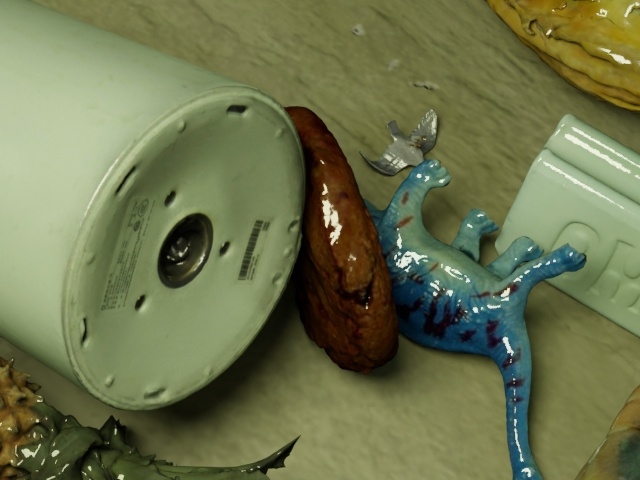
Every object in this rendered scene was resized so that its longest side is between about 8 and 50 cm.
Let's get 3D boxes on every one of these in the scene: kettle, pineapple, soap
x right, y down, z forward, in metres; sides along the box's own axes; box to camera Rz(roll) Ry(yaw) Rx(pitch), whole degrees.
[{"bbox_3d":[-0.170,-0.060,1.113,0.318,0.205,0.265,23,46,33],"label":"kettle"},{"bbox_3d":[-0.147,0.136,1.069,0.277,0.130,0.119,18,63,-3],"label":"pineapple"},{"bbox_3d":[0.237,0.006,1.277,0.198,0.119,0.066,31,51,10],"label":"soap"}]

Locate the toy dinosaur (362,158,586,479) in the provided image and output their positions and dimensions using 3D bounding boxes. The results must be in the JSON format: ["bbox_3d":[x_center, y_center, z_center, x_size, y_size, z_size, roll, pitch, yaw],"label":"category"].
[{"bbox_3d":[0.097,0.024,1.252,0.144,0.076,0.329,-42,70,-2],"label":"toy dinosaur"}]

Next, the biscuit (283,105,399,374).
[{"bbox_3d":[0.000,0.000,1.177,0.049,0.192,0.192,-21,60,-15],"label":"biscuit"}]

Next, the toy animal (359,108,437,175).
[{"bbox_3d":[0.072,-0.071,1.350,0.084,0.028,0.050,-31,58,-31],"label":"toy animal"}]

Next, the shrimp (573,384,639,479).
[{"bbox_3d":[0.261,0.201,1.178,0.198,0.051,0.262,37,50,13],"label":"shrimp"}]

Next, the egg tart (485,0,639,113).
[{"bbox_3d":[0.335,-0.271,1.444,0.443,0.178,0.443,2,42,-2],"label":"egg tart"}]
